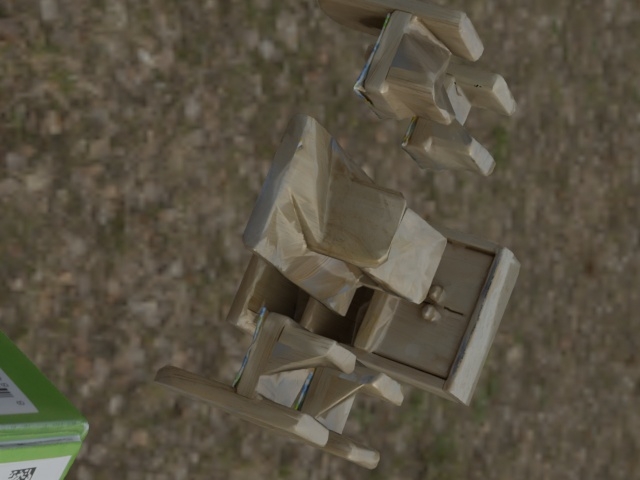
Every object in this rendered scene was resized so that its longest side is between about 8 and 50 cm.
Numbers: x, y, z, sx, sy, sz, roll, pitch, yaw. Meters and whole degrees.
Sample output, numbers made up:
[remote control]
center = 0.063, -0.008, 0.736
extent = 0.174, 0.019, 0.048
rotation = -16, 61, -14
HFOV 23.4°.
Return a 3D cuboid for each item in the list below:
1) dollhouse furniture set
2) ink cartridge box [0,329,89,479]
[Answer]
[dollhouse furniture set]
center = 0.000, 0.000, 1.415
extent = 0.362, 0.256, 0.394
rotation = -68, 155, -9
[ink cartridge box]
center = -0.228, 0.123, 0.624
extent = 0.097, 0.189, 0.255
rotation = 4, 119, -53
